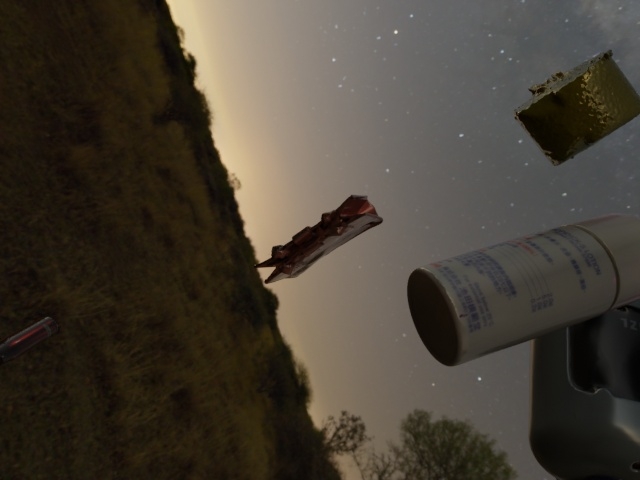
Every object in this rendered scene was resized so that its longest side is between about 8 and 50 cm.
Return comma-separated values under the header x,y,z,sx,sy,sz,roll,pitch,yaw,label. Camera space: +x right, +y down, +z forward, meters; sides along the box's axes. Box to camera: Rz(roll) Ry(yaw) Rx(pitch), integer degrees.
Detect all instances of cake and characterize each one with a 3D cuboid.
x,y,z,sx,sy,sz,roll,pitch,yaw,label
0.469,-0.245,0.828,0.156,0.179,0.260,50,27,-1,cake

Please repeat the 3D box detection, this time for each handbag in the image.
x,y,z,sx,sy,sz,roll,pitch,yaw,label
0.000,0.000,0.797,0.059,0.213,0.157,57,17,7,handbag

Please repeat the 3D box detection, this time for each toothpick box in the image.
x,y,z,sx,sy,sz,roll,pitch,yaw,label
0.493,0.291,0.803,0.262,0.263,0.354,83,24,-47,toothpick box

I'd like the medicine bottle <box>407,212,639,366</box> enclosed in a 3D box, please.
x,y,z,sx,sy,sz,roll,pitch,yaw,label
0.295,0.052,0.593,0.130,0.342,0.130,164,-90,-77,medicine bottle

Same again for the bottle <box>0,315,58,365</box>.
x,y,z,sx,sy,sz,roll,pitch,yaw,label
-0.710,0.239,1.066,0.164,0.060,0.060,-53,130,-70,bottle
